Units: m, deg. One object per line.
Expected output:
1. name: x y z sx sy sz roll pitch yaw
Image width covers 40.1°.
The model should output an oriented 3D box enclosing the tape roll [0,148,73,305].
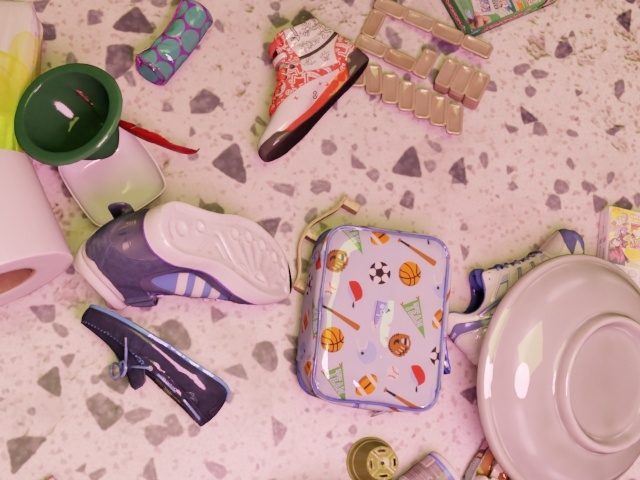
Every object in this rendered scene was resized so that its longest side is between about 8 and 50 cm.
1. tape roll: -0.506 -0.003 1.271 0.246 0.246 0.169 -23 81 -15

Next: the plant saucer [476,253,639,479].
1. plant saucer: 0.432 0.222 1.390 0.400 0.100 0.401 0 91 -28

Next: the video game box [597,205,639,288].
1. video game box: 0.592 0.051 1.561 0.205 0.048 0.187 13 76 -7

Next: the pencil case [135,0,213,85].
1. pencil case: -0.250 -0.339 1.493 0.070 0.064 0.152 42 71 -24

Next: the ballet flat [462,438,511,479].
1. ballet flat: 0.284 0.366 1.410 0.076 0.079 0.222 28 73 -1

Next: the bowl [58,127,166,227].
1. bowl: -0.336 -0.100 1.425 0.142 0.053 0.142 -33 84 -15

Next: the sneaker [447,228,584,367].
1. sneaker: 0.324 0.071 1.474 0.131 0.112 0.296 41 72 2

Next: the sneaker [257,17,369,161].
1. sneaker: -0.053 -0.264 1.501 0.145 0.090 0.270 41 73 6

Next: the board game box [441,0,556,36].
1. board game box: 0.290 -0.556 1.655 0.213 0.046 0.317 -25 82 -16

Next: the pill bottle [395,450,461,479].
1. pill bottle: 0.149 0.402 1.377 0.137 0.078 0.078 -34 85 -16

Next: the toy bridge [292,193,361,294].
1. toy bridge: 0.000 0.000 1.475 0.063 0.026 0.188 29 74 -2

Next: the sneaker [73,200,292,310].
1. sneaker: -0.226 0.045 1.379 0.322 0.236 0.130 25 52 -49

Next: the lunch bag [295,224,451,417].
1. lunch bag: 0.094 0.131 1.406 0.243 0.115 0.304 9 82 -15

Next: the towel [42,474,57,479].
1. towel: -0.410 0.467 1.288 0.144 0.029 0.197 -30 81 -16

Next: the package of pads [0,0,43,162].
1. package of pads: -0.565 -0.241 1.393 0.229 0.101 0.297 1 77 -10

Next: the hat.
1. hat: -0.349 -0.157 1.391 0.208 0.183 0.173 29 79 23

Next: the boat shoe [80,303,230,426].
1. boat shoe: -0.262 0.193 1.341 0.258 0.109 0.089 32 76 1

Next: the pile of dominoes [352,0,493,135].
1. pile of dominoes: 0.177 -0.310 1.591 0.251 0.040 0.196 26 74 5

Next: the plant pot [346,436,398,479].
1. plant pot: 0.089 0.349 1.378 0.083 0.079 0.083 2 75 -9
